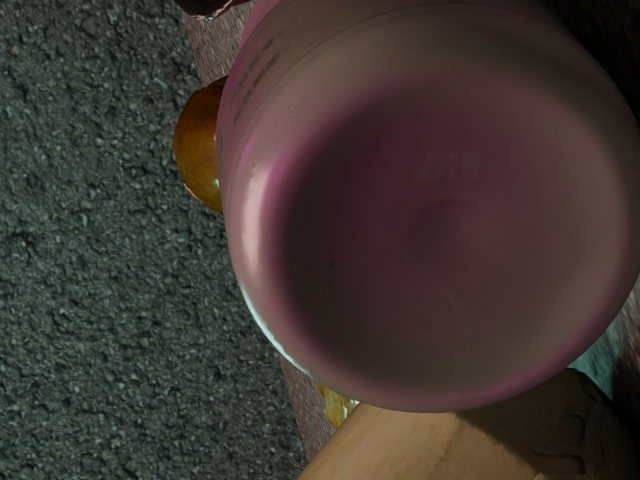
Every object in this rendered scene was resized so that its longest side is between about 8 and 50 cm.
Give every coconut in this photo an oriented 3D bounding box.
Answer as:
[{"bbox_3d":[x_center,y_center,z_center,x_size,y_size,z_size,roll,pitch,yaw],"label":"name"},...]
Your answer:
[{"bbox_3d":[0.121,0.231,1.157,0.323,0.323,0.323,163,90,-82],"label":"coconut"}]

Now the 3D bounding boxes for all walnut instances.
[{"bbox_3d":[-0.085,-0.132,2.034,0.336,0.209,0.209,154,98,-74],"label":"walnut"}]

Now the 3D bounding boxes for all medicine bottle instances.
[{"bbox_3d":[0.058,-0.064,1.016,0.325,0.256,0.256,-105,2,-66],"label":"medicine bottle"}]

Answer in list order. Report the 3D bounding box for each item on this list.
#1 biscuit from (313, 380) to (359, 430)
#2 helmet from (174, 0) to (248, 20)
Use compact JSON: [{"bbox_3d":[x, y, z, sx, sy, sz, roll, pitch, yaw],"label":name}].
[{"bbox_3d":[0.043,0.184,2.186,0.213,0.091,0.274,-120,14,-47],"label":"biscuit"},{"bbox_3d":[-0.095,-0.369,1.760,0.198,0.154,0.253,-50,59,34],"label":"helmet"}]
